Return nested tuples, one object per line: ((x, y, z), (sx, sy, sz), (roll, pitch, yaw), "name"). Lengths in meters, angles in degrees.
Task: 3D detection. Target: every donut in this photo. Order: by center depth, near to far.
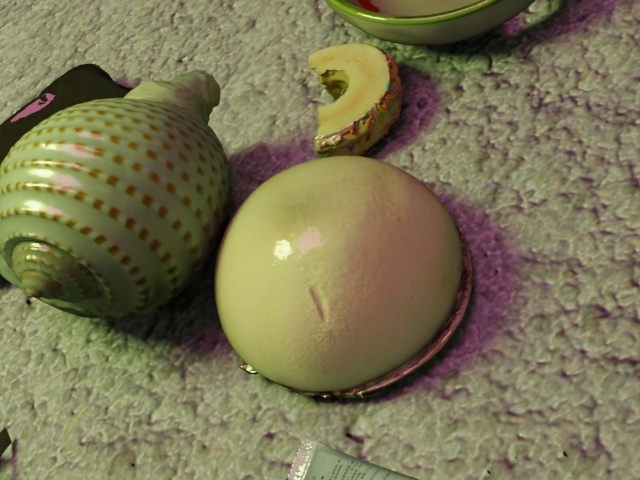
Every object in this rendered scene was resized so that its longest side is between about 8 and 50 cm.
((0.044, -0.162, 1.550), (0.108, 0.065, 0.166), (-16, 45, 14), "donut")

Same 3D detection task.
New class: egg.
((0.005, -0.001, 1.351), (0.264, 0.174, 0.286), (-17, 42, 8), "egg")

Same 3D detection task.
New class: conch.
((-0.202, -0.030, 1.443), (0.319, 0.303, 0.215), (-29, 80, -34), "conch")

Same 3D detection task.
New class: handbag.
((-0.346, -0.094, 1.684), (0.332, 0.075, 0.191), (-44, 46, -15), "handbag")

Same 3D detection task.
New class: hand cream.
((0.077, 0.238, 1.188), (0.271, 0.058, 0.091), (7, 67, 36), "hand cream")

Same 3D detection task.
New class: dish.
((0.151, -0.338, 1.616), (0.324, 0.124, 0.324), (-10, 53, 13), "dish")

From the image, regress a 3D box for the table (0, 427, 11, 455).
((-0.411, 0.268, 1.399), (0.146, 0.062, 0.175), (-13, 15, 17), "table")
